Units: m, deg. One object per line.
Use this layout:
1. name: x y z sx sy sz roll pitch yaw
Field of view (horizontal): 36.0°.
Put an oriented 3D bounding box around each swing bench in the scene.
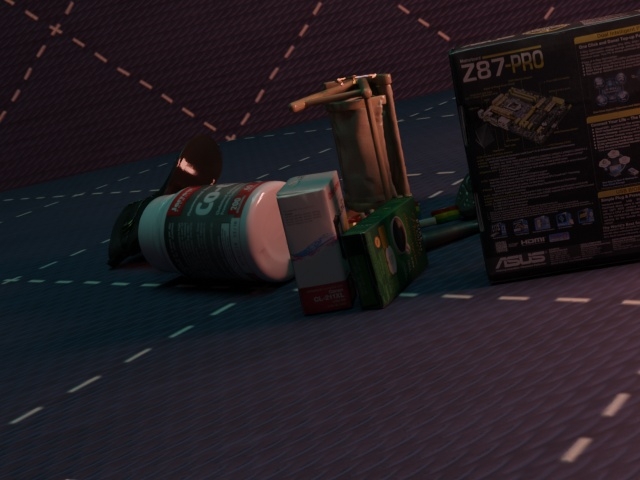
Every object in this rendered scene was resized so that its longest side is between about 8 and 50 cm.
1. swing bench: 0.073 -0.168 1.846 0.165 0.253 0.255 -7 15 20

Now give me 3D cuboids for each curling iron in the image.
1. curling iron: 0.141 0.002 1.560 0.274 0.035 0.068 -17 14 -15

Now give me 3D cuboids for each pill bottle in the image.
1. pill bottle: -0.162 -0.014 1.628 0.283 0.161 0.161 0 18 41

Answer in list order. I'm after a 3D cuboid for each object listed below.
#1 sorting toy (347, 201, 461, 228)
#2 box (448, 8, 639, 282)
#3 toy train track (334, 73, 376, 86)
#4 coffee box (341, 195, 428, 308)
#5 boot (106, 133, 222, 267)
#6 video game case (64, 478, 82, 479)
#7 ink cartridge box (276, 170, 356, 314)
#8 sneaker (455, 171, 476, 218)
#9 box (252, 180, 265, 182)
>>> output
1. sorting toy: 0.087 -0.024 1.588 0.274 0.046 0.132 -13 -3 -33
2. box: 0.386 -0.132 1.286 0.394 0.318 0.097 -10 15 12
3. toy train track: 0.064 -0.289 1.778 0.083 0.014 0.048 -13 6 -29
4. coffee box: 0.095 0.014 1.396 0.040 0.113 0.184 -8 15 29
5. boot: -0.312 -0.077 1.887 0.229 0.091 0.263 -11 48 51
6. video game case: -0.223 0.268 0.848 0.173 0.022 0.190 -3 17 33
7. ink cartridge box: 0.000 0.000 1.397 0.072 0.175 0.127 -10 14 12
8. sneaker: 0.330 -0.101 1.735 0.087 0.130 0.227 10 53 47
9. box: -0.159 -0.048 1.908 0.170 0.091 0.130 -18 16 -23
